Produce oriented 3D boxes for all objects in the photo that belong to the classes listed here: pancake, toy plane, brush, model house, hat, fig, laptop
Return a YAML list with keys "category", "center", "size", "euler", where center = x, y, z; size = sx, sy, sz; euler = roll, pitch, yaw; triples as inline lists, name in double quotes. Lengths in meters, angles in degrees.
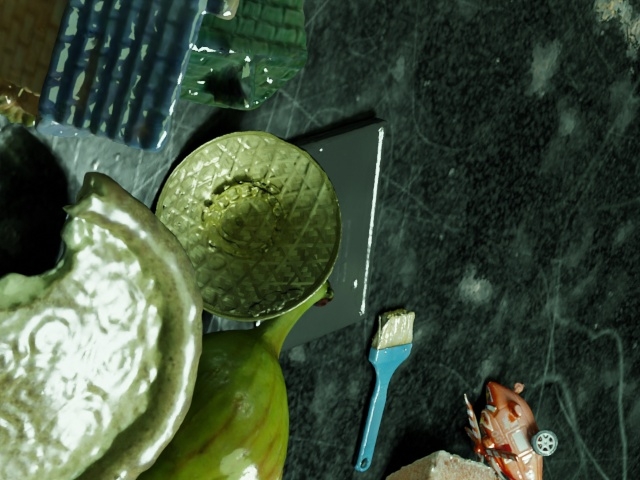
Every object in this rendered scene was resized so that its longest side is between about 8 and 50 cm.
- category: "pancake"
  center: [-0.210, 0.083, 1.181]
  size: [0.288, 0.033, 0.286]
  euler: [26, 92, -35]
- category: "toy plane"
  center: [0.208, 0.233, 1.736]
  size: [0.077, 0.194, 0.126]
  euler: [-23, 155, -15]
- category: "brush"
  center: [0.054, 0.140, 1.612]
  size: [0.051, 0.014, 0.164]
  euler: [-7, 116, -46]
- category: "model house"
  center: [-0.107, -0.135, 1.132]
  size: [0.183, 0.172, 0.166]
  euler: [0, 109, -50]
- category: "hat"
  center: [-0.061, -0.012, 1.355]
  size: [0.146, 0.067, 0.146]
  euler: [-1, 93, -11]
- category: "fig"
  center: [-0.053, 0.117, 1.364]
  size: [0.259, 0.151, 0.151]
  euler: [-45, 139, -24]
- category: "laptop"
  center: [0.000, 0.000, 1.465]
  size: [0.135, 0.016, 0.197]
  euler: [-21, 125, -41]

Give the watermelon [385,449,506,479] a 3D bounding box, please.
- category: "watermelon"
  center: [0.102, 0.322, 1.699]
  size: [0.193, 0.139, 0.257]
  euler: [4, 98, -46]
